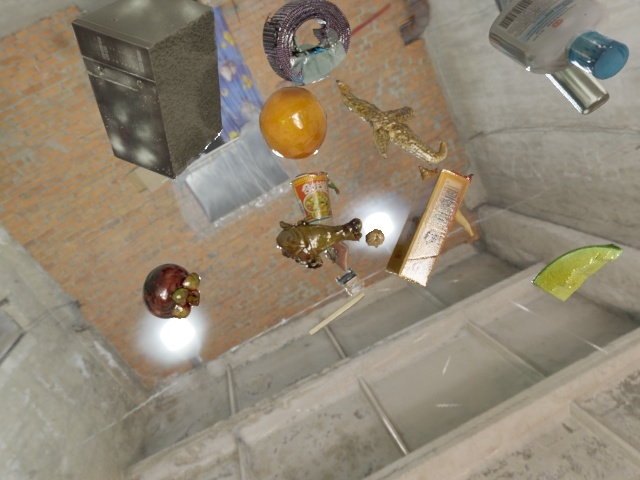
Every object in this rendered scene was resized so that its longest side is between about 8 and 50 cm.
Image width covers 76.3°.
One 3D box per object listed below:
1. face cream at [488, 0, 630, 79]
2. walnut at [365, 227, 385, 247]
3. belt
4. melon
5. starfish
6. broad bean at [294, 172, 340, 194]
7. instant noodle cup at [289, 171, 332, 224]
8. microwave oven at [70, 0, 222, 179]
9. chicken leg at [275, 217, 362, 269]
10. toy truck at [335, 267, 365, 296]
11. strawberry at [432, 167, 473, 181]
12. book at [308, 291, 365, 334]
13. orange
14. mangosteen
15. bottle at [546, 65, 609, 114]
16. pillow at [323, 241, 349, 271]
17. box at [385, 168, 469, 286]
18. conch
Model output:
[{"bbox_3d":[0.475,-0.414,0.817,0.163,0.080,0.336,-40,-144,23],"label":"face cream"},{"bbox_3d":[0.219,-0.010,1.637,0.079,0.082,0.096,-7,173,-7],"label":"walnut"},{"bbox_3d":[-0.043,-0.693,1.421,0.325,0.260,0.122,-31,-141,-25],"label":"belt"},{"bbox_3d":[1.024,0.106,1.623,0.323,0.196,0.124,-50,-140,29],"label":"melon"},{"bbox_3d":[0.256,-0.429,1.445,0.324,0.082,0.432,-3,-132,-21],"label":"starfish"},{"bbox_3d":[-0.038,-0.313,2.173,0.292,0.144,0.049,17,-110,27],"label":"broad bean"},{"bbox_3d":[-0.028,-0.188,1.883,0.193,0.212,0.193,-14,175,-1],"label":"instant noodle cup"},{"bbox_3d":[-0.487,-0.476,1.254,0.236,0.432,0.374,21,-129,8],"label":"microwave oven"},{"bbox_3d":[-0.007,0.014,1.680,0.361,0.211,0.140,0,-162,10],"label":"chicken leg"},{"bbox_3d":[0.171,0.241,2.223,0.108,0.140,0.257,-35,-175,-5],"label":"toy truck"},{"bbox_3d":[0.595,-0.235,1.921,0.234,0.178,0.234,6,-179,0],"label":"strawberry"},{"bbox_3d":[0.062,0.321,1.731,0.262,0.028,0.374,-34,169,-8],"label":"book"},{"bbox_3d":[-0.117,-0.503,1.759,0.312,0.312,0.312,-24,-157,11],"label":"orange"},{"bbox_3d":[-0.470,0.167,1.310,0.200,0.200,0.200,-24,-157,11],"label":"mangosteen"},{"bbox_3d":[0.695,-0.467,1.150,0.079,0.253,0.096,-33,166,5],"label":"bottle"},{"bbox_3d":[0.072,0.049,1.970,0.075,0.179,0.171,-30,-126,-23],"label":"pillow"},{"bbox_3d":[0.262,-0.028,1.028,0.174,0.076,0.274,108,5,-89],"label":"box"},{"bbox_3d":[0.437,-0.132,1.443,0.093,0.330,0.109,-41,-164,-21],"label":"conch"}]
